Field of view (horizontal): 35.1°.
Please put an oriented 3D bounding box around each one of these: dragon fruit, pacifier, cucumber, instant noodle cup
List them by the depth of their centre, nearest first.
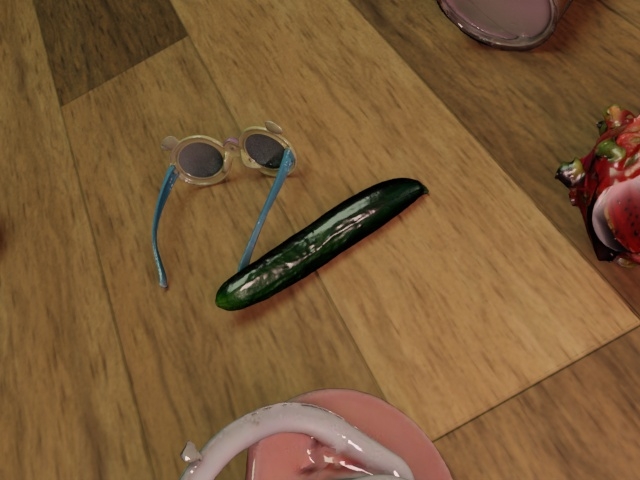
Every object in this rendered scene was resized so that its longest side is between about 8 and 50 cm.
[{"bbox_3d":[-0.007,0.272,0.772,0.220,0.273,0.332,20,54,12],"label":"pacifier"},{"bbox_3d":[0.307,-0.054,0.970,0.160,0.167,0.172,-64,-1,17],"label":"dragon fruit"},{"bbox_3d":[0.000,0.000,1.175,0.284,0.056,0.056,-31,39,-10],"label":"cucumber"},{"bbox_3d":[0.263,-0.379,1.312,0.217,0.217,0.207,10,60,38],"label":"instant noodle cup"}]

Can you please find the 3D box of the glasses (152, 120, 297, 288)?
[{"bbox_3d":[-0.126,-0.033,1.300,0.190,0.088,0.220,-5,65,25],"label":"glasses"}]
